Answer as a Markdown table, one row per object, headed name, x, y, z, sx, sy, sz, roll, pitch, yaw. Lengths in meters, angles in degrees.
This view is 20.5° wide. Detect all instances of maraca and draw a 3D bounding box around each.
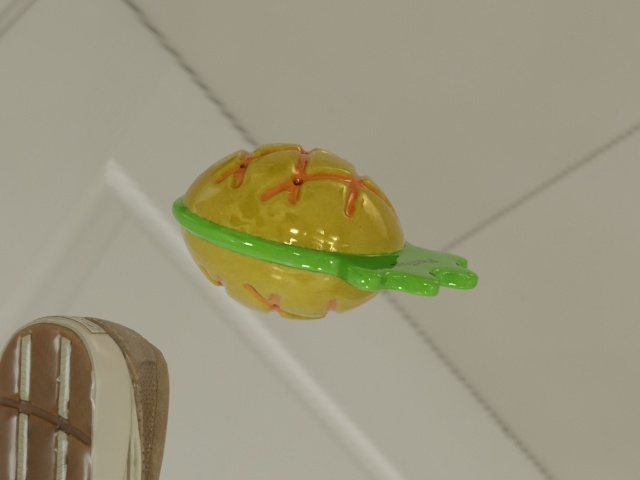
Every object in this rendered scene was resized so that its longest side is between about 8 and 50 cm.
| name | x | y | z | sx | sy | sz | roll | pitch | yaw |
| --- | --- | --- | --- | --- | --- | --- | --- | --- | --- |
| maraca | 0.000 | 0.000 | 1.011 | 0.186 | 0.127 | 0.099 | 18 | 108 | 32 |

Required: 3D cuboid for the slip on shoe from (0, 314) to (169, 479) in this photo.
| name | x | y | z | sx | sy | sz | roll | pitch | yaw |
| --- | --- | --- | --- | --- | --- | --- | --- | --- | --- |
| slip on shoe | -0.066 | 0.087 | 0.460 | 0.051 | 0.041 | 0.135 | 2 | 85 | 31 |
